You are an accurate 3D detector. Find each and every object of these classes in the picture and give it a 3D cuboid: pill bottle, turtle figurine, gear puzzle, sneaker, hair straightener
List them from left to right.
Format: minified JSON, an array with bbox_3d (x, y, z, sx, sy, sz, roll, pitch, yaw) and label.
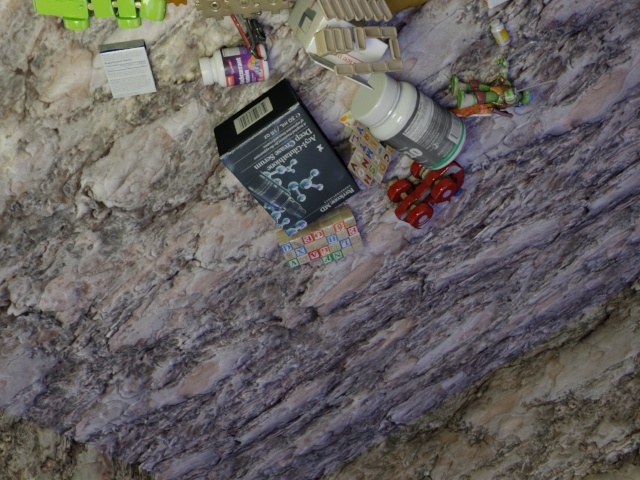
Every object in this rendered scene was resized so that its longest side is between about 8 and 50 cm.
[{"bbox_3d":[-0.257,-0.667,1.486,0.338,0.044,0.175,-5,155,3],"label":"gear puzzle"},{"bbox_3d":[-0.256,-0.514,1.660,0.193,0.108,0.108,-12,129,-8],"label":"pill bottle"},{"bbox_3d":[-0.198,-0.616,1.580,0.089,0.047,0.230,-27,98,3],"label":"hair straightener"},{"bbox_3d":[0.290,-0.394,1.853,0.361,0.204,0.204,24,116,-30],"label":"pill bottle"},{"bbox_3d":[0.525,-0.464,1.973,0.175,0.064,0.067,-10,107,-15],"label":"sneaker"},{"bbox_3d":[0.581,-0.528,1.842,0.266,0.198,0.275,-5,167,-1],"label":"turtle figurine"},{"bbox_3d":[0.583,-0.677,1.827,0.043,0.043,0.083,-37,128,12],"label":"pill bottle"}]

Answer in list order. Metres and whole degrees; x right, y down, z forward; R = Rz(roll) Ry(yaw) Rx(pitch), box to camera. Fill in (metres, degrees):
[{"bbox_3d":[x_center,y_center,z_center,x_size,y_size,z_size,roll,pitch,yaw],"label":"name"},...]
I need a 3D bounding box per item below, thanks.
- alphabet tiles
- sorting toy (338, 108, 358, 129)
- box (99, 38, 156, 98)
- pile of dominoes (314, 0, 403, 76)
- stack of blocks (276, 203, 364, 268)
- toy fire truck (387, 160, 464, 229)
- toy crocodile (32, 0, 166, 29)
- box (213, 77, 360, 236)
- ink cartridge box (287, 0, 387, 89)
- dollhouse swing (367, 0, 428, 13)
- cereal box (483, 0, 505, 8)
[{"bbox_3d":[0.173,-0.312,1.908,0.198,0.009,0.237,38,68,-36],"label":"alphabet tiles"},{"bbox_3d":[0.117,-0.414,1.898,0.083,0.045,0.075,29,95,-32],"label":"sorting toy"},{"bbox_3d":[-0.550,-0.493,1.611,0.126,0.072,0.137,-11,129,-8],"label":"box"},{"bbox_3d":[0.096,-0.522,1.443,0.251,0.040,0.196,-16,98,-35],"label":"pile of dominoes"},{"bbox_3d":[0.000,0.000,2.141,0.297,0.087,0.171,-21,130,0],"label":"stack of blocks"},{"bbox_3d":[0.417,-0.174,2.108,0.302,0.169,0.254,-47,149,20],"label":"toy fire truck"},{"bbox_3d":[-0.583,-0.630,1.488,0.340,0.105,0.115,-3,128,-9],"label":"toy crocodile"},{"bbox_3d":[-0.107,-0.261,1.832,0.293,0.212,0.395,-34,129,9],"label":"box"},{"bbox_3d":[0.049,-0.563,1.554,0.207,0.353,0.119,17,120,-28],"label":"ink cartridge box"},{"bbox_3d":[0.275,-0.849,1.543,0.346,0.315,0.305,-21,97,-3],"label":"dollhouse swing"},{"bbox_3d":[0.557,-0.849,1.685,0.173,0.047,0.240,-25,129,3],"label":"cereal box"}]
